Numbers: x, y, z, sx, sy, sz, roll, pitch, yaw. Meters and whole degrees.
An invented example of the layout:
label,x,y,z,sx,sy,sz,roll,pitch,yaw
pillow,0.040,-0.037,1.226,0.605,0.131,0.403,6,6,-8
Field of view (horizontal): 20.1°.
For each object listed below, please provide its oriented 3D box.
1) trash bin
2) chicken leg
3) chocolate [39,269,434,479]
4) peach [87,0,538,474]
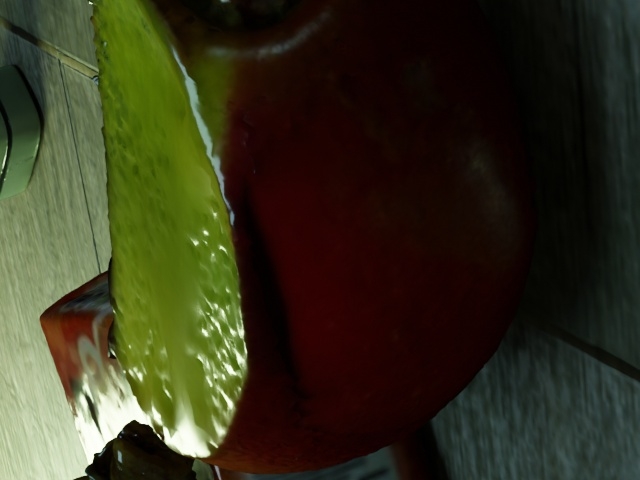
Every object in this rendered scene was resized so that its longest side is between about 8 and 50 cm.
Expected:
label,x,y,z,sx,sy,sz,roll,pitch,yaw
trash bin,-0.260,-0.055,1.196,0.059,0.130,0.116,61,154,18
chicken leg,-0.105,0.157,0.869,0.207,0.085,0.101,120,159,-51
chocolate,-0.040,0.117,0.928,0.235,0.108,0.237,-3,108,65
peach,0.002,0.002,0.693,0.154,0.158,0.267,-124,28,-47
